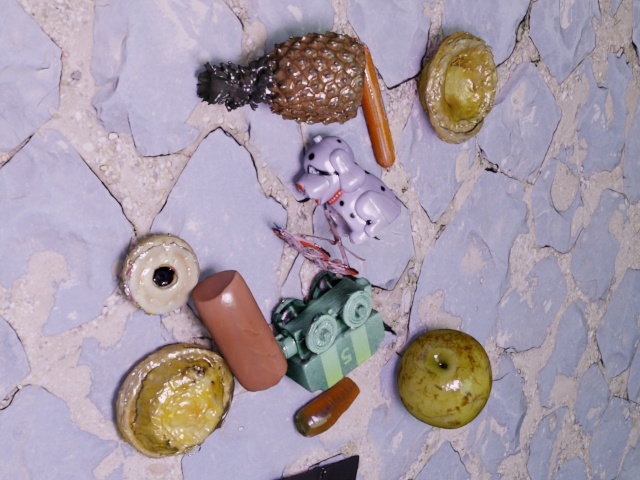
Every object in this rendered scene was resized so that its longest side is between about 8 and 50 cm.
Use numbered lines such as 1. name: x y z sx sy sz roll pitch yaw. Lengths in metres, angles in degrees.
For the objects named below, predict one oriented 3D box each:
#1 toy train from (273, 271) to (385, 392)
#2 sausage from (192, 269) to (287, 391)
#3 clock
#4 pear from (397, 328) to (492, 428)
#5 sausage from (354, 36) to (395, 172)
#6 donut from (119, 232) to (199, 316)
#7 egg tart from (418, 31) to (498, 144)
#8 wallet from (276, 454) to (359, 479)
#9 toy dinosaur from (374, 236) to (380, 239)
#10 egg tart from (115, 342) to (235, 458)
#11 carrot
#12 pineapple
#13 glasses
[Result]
1. toy train: 0.021 0.223 1.668 0.299 0.167 0.238 -32 124 -27
2. sausage: -0.169 0.204 1.482 0.121 0.121 0.304 -39 126 -24
3. clock: 0.052 -0.133 1.608 0.189 0.189 0.254 -49 114 -18
4. pear: 0.347 0.386 1.905 0.283 0.283 0.284 -10 107 -36
5. sausage: 0.131 -0.327 1.684 0.053 0.053 0.348 -32 119 -28
6. donut: -0.332 0.068 1.412 0.174 0.068 0.175 -8 105 -34
7. egg tart: 0.353 -0.398 1.800 0.288 0.118 0.288 -11 107 -38
8. wallet: -0.021 0.722 1.832 0.323 0.041 0.247 0 102 -41
9. toy dinosaur: 0.109 -0.016 1.767 0.119 0.029 0.060 26 100 -45
10. egg tart: -0.297 0.364 1.486 0.290 0.107 0.291 -10 107 -35
11. carrot: 0.022 0.433 1.768 0.193 0.087 0.087 -30 118 -28
12. pineapple: -0.079 -0.341 1.451 0.362 0.202 0.202 -6 105 -22
13. glasses: -0.007 0.005 1.596 0.255 0.162 0.095 40 64 -41
